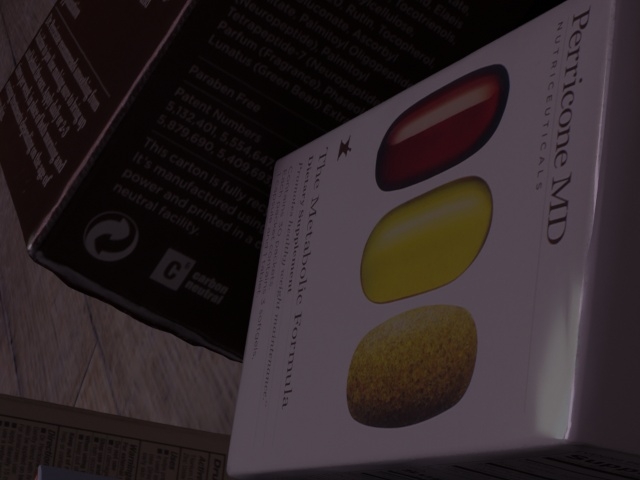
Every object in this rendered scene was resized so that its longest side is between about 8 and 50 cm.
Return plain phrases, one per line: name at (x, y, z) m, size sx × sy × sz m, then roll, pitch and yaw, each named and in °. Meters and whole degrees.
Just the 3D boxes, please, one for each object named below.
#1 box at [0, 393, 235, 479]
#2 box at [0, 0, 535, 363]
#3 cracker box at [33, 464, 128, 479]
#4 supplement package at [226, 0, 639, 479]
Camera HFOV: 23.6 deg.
box at (-0.211, 0.167, 0.909) m, size 0.121 × 0.311 × 0.148 m, roll -30°, pitch 49°, yaw 61°
box at (0.008, -0.153, 0.697) m, size 0.381 × 0.143 × 0.191 m, roll -57°, pitch 26°, yaw 10°
cracker box at (-0.041, 0.203, 0.571) m, size 0.232 × 0.155 × 0.067 m, roll -100°, pitch 32°, yaw -47°
supplement package at (0.080, 0.023, 0.530) m, size 0.244 × 0.134 × 0.139 m, roll 156°, pitch 125°, yaw -63°
